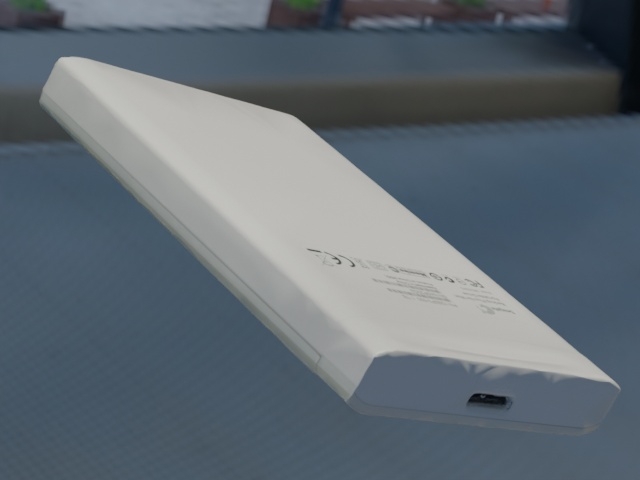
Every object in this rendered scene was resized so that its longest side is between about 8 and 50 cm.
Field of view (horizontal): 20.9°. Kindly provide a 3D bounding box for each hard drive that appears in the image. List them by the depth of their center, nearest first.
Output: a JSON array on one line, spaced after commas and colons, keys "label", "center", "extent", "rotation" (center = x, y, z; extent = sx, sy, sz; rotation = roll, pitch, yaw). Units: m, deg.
[{"label": "hard drive", "center": [0.000, 0.000, 0.966], "extent": [0.203, 0.040, 0.307], "rotation": [12, 22, -46]}]
